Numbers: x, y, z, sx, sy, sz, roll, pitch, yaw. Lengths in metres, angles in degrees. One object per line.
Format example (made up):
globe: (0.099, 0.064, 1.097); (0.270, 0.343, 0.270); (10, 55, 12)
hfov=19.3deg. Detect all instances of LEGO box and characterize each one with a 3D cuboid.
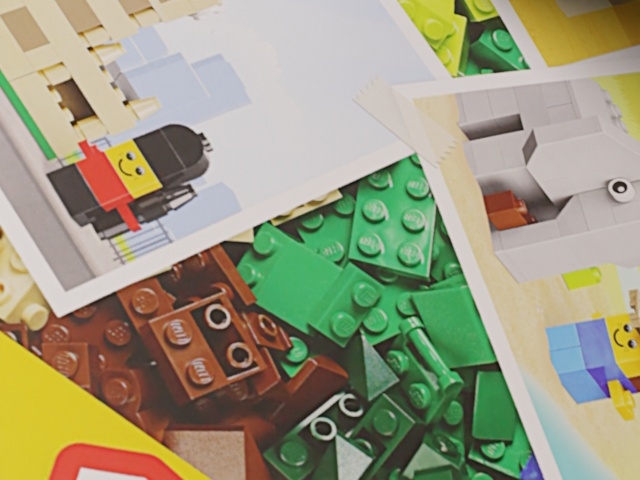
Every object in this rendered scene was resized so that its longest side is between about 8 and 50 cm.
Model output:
LEGO box: (0.000, 0.000, 0.606); (0.372, 0.193, 0.500); (-17, 68, -28)
